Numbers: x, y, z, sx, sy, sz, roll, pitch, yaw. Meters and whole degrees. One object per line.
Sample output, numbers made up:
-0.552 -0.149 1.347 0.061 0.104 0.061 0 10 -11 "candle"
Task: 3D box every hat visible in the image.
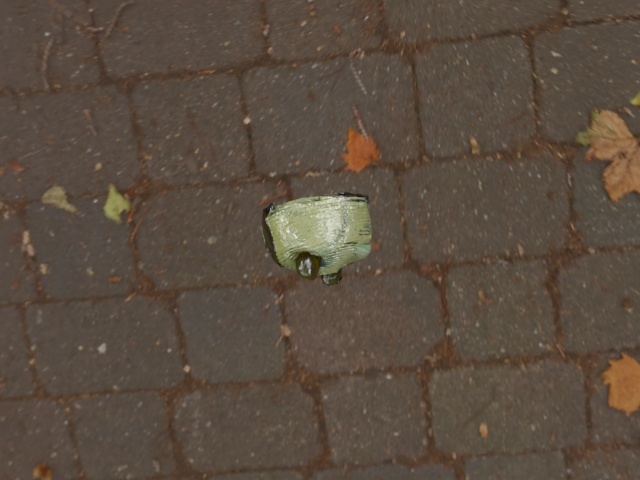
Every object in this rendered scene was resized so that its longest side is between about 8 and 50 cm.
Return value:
-0.001 0.000 0.583 0.076 0.077 0.059 -10 80 -4 "hat"
